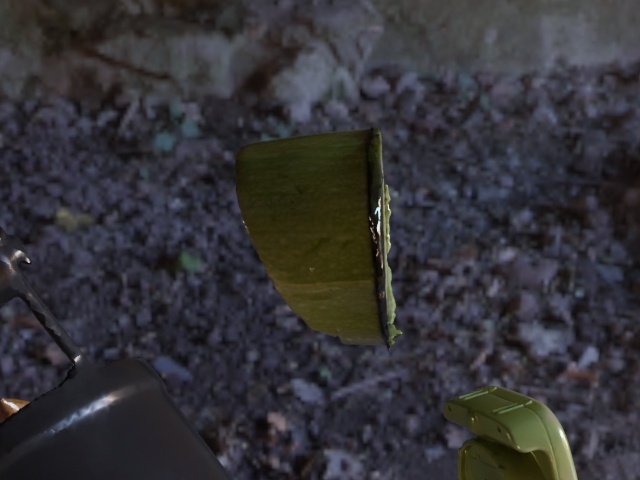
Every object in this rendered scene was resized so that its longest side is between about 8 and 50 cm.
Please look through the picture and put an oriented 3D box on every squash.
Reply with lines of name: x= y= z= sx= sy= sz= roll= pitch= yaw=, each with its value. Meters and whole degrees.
squash: x=0.012 y=0.005 z=1.259 sx=0.133 sy=0.220 sz=0.220 roll=-11 pitch=28 yaw=8

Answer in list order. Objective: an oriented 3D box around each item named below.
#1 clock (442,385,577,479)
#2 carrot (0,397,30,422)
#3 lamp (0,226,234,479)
clock: x=0.204 y=0.272 z=1.372 sx=0.069 sy=0.232 sz=0.170 roll=-16 pitch=8 yaw=-19
carrot: x=-0.374 y=0.257 z=1.766 sx=0.072 sy=0.205 sz=0.072 roll=-10 pitch=57 yaw=15
lamp: x=-0.113 y=0.208 z=0.726 sx=0.205 sy=0.374 sz=0.272 roll=-38 pitch=59 yaw=-11
